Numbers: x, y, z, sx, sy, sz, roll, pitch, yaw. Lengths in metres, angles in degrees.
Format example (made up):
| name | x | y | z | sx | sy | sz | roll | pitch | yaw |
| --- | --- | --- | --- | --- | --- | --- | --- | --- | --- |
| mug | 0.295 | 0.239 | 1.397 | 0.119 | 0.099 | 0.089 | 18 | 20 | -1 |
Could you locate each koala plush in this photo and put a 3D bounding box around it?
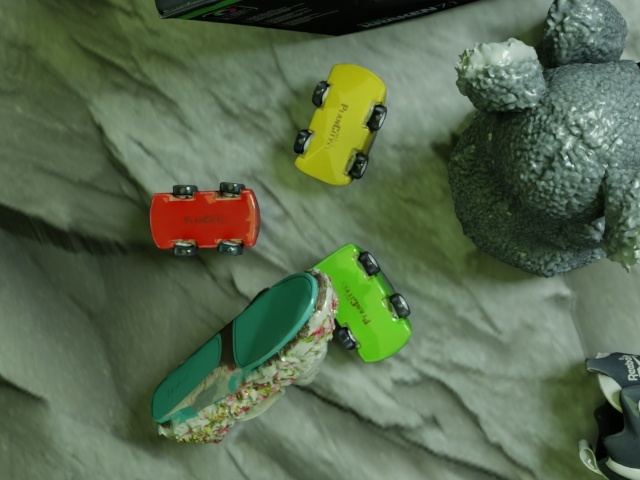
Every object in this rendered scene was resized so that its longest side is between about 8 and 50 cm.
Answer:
| name | x | y | z | sx | sy | sz | roll | pitch | yaw |
| --- | --- | --- | --- | --- | --- | --- | --- | --- | --- |
| koala plush | 0.176 | -0.060 | 0.635 | 0.203 | 0.221 | 0.196 | -41 | 83 | 12 |

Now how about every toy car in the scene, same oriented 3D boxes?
| name | x | y | z | sx | sy | sz | roll | pitch | yaw |
| --- | --- | --- | --- | --- | --- | --- | --- | --- | --- |
| toy car | 0.000 | 0.000 | 0.768 | 0.239 | 0.053 | 0.225 | -35 | 85 | 13 |

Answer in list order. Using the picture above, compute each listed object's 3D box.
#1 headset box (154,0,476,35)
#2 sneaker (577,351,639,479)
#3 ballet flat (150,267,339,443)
| name | x | y | z | sx | sy | sz | roll | pitch | yaw |
| --- | --- | --- | --- | --- | --- | --- | --- | --- | --- |
| headset box | 0.045 | -0.233 | 0.600 | 0.246 | 0.283 | 0.131 | -9 | 94 | 27 |
| sneaker | 0.285 | 0.104 | 0.680 | 0.153 | 0.094 | 0.235 | 31 | 110 | 2 |
| ballet flat | -0.049 | 0.100 | 0.744 | 0.077 | 0.091 | 0.241 | 28 | 134 | -28 |
